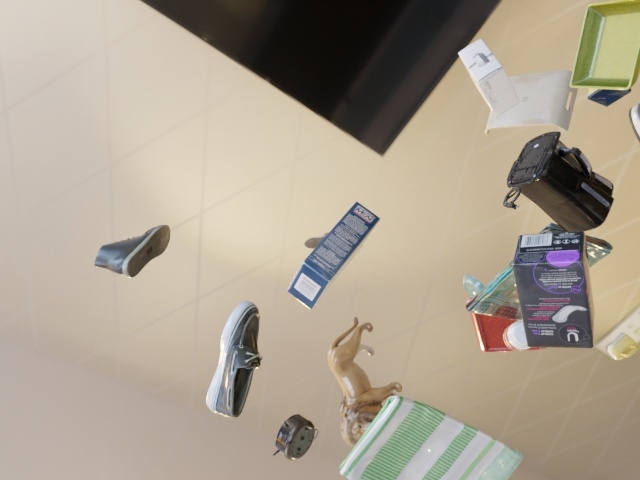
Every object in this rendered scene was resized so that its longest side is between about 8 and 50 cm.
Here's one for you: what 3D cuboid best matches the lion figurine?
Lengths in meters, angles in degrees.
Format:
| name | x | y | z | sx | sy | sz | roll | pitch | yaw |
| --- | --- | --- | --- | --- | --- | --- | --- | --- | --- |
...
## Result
| name | x | y | z | sx | sy | sz | roll | pitch | yaw |
| --- | --- | --- | --- | --- | --- | --- | --- | --- | --- |
| lion figurine | 0.112 | 0.452 | 1.847 | 0.240 | 0.142 | 0.392 | -18 | -116 | -22 |

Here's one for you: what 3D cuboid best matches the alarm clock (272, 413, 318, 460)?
| name | x | y | z | sx | sy | sz | roll | pitch | yaw |
| --- | --- | --- | --- | --- | --- | --- | --- | --- | --- |
| alarm clock | -0.061 | 0.598 | 1.732 | 0.064 | 0.129 | 0.192 | 19 | -179 | 35 |

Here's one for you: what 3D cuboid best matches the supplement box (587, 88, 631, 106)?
| name | x | y | z | sx | sy | sz | roll | pitch | yaw |
| --- | --- | --- | --- | --- | --- | --- | --- | --- | --- |
| supplement box | 0.687 | -0.377 | 1.346 | 0.056 | 0.083 | 0.083 | 20 | 165 | -8 |

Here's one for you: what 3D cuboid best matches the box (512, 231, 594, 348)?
| name | x | y | z | sx | sy | sz | roll | pitch | yaw |
| --- | --- | --- | --- | --- | --- | --- | --- | --- | --- |
| box | 0.600 | 0.128 | 1.457 | 0.143 | 0.165 | 0.270 | -54 | -47 | -49 |

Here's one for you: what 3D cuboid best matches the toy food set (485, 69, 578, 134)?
| name | x | y | z | sx | sy | sz | roll | pitch | yaw |
| --- | --- | --- | --- | --- | --- | --- | --- | --- | --- |
| toy food set | 0.761 | -0.488 | 2.070 | 0.306 | 0.220 | 0.092 | 5 | 161 | 45 |

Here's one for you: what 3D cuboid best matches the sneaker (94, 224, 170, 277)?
| name | x | y | z | sx | sy | sz | roll | pitch | yaw |
| --- | --- | --- | --- | --- | --- | --- | --- | --- | --- |
| sneaker | -0.511 | 0.012 | 1.564 | 0.118 | 0.083 | 0.222 | 12 | -147 | 16 |

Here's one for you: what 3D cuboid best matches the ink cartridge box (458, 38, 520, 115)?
| name | x | y | z | sx | sy | sz | roll | pitch | yaw |
| --- | --- | --- | --- | --- | --- | --- | --- | --- | --- |
| ink cartridge box | 0.546 | -0.531 | 1.853 | 0.158 | 0.092 | 0.218 | 45 | -155 | -37 |

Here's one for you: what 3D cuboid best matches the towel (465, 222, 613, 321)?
| name | x | y | z | sx | sy | sz | roll | pitch | yaw |
| --- | --- | --- | --- | --- | --- | --- | --- | --- | --- |
| towel | 0.630 | 0.111 | 1.654 | 0.271 | 0.370 | 0.040 | 13 | -139 | -28 |

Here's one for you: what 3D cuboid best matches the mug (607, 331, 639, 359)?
| name | x | y | z | sx | sy | sz | roll | pitch | yaw |
| --- | --- | --- | --- | --- | --- | --- | --- | --- | --- |
| mug | 0.828 | 0.294 | 1.565 | 0.062 | 0.064 | 0.078 | 52 | -178 | 26 |

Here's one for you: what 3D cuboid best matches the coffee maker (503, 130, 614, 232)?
| name | x | y | z | sx | sy | sz | roll | pitch | yaw |
| --- | --- | --- | --- | --- | --- | --- | --- | --- | --- |
| coffee maker | 0.456 | -0.092 | 1.103 | 0.178 | 0.171 | 0.120 | 35 | -174 | -16 |

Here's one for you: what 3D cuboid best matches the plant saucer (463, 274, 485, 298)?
| name | x | y | z | sx | sy | sz | roll | pitch | yaw |
| --- | --- | --- | --- | --- | --- | --- | --- | --- | --- |
| plant saucer | 0.517 | 0.166 | 1.905 | 0.119 | 0.021 | 0.119 | 48 | 168 | 14 |

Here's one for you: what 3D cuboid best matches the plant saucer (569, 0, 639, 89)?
| name | x | y | z | sx | sy | sz | roll | pitch | yaw |
| --- | --- | --- | --- | --- | --- | --- | --- | --- | --- |
| plant saucer | 0.646 | -0.427 | 1.251 | 0.045 | 0.188 | 0.188 | 2 | -164 | -17 |

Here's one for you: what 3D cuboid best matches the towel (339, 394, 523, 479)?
| name | x | y | z | sx | sy | sz | roll | pitch | yaw |
| --- | --- | --- | --- | --- | --- | --- | --- | --- | --- |
| towel | 0.237 | 0.486 | 1.236 | 0.324 | 0.248 | 0.038 | 29 | -164 | -7 |

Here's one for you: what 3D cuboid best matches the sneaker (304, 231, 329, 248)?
| name | x | y | z | sx | sy | sz | roll | pitch | yaw |
| --- | --- | --- | --- | --- | --- | --- | --- | --- | --- |
| sneaker | 0.000 | 0.000 | 2.072 | 0.067 | 0.118 | 0.042 | -69 | -37 | -86 |

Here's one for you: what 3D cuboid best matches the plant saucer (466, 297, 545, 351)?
| name | x | y | z | sx | sy | sz | roll | pitch | yaw |
| --- | --- | --- | --- | --- | --- | --- | --- | --- | --- |
| plant saucer | 0.693 | 0.319 | 2.115 | 0.259 | 0.258 | 0.048 | 68 | -151 | -26 |

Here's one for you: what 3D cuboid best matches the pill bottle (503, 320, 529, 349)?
| name | x | y | z | sx | sy | sz | roll | pitch | yaw |
| --- | --- | --- | --- | --- | --- | --- | --- | --- | --- |
| pill bottle | 0.603 | 0.287 | 1.718 | 0.086 | 0.086 | 0.152 | 45 | 177 | 17 |

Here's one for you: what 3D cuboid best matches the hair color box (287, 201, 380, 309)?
| name | x | y | z | sx | sy | sz | roll | pitch | yaw |
| --- | --- | --- | --- | --- | --- | --- | --- | --- | --- |
| hair color box | 0.046 | 0.043 | 1.832 | 0.105 | 0.174 | 0.347 | 37 | -132 | 6 |

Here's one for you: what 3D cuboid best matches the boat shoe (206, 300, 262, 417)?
| name | x | y | z | sx | sy | sz | roll | pitch | yaw |
| --- | --- | --- | --- | --- | --- | --- | --- | --- | --- |
| boat shoe | -0.223 | 0.347 | 1.651 | 0.119 | 0.335 | 0.121 | 13 | 178 | 32 |

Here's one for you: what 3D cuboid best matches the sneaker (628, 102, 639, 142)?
| name | x | y | z | sx | sy | sz | roll | pitch | yaw |
| --- | --- | --- | --- | --- | --- | --- | --- | --- | --- |
| sneaker | 0.875 | -0.235 | 1.321 | 0.124 | 0.178 | 0.295 | -35 | -96 | -29 |
